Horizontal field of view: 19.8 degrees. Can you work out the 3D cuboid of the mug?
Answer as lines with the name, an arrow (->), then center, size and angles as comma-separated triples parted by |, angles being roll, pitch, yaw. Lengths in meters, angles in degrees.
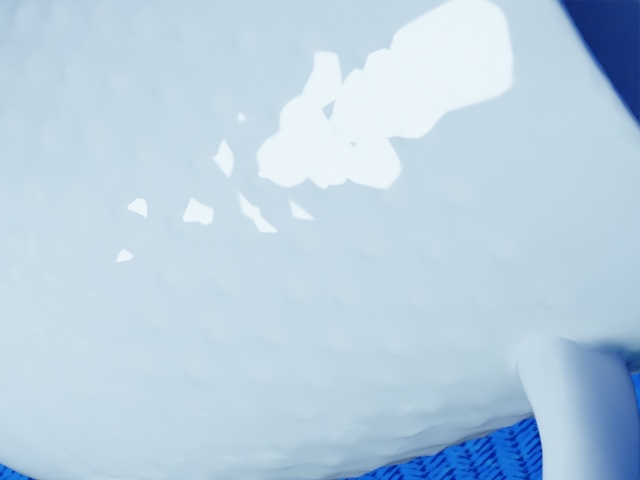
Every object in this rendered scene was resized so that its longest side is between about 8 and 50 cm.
mug -> 0.000, 0.000, 0.694 | 0.328, 0.374, 0.276 | -28, 150, 29
